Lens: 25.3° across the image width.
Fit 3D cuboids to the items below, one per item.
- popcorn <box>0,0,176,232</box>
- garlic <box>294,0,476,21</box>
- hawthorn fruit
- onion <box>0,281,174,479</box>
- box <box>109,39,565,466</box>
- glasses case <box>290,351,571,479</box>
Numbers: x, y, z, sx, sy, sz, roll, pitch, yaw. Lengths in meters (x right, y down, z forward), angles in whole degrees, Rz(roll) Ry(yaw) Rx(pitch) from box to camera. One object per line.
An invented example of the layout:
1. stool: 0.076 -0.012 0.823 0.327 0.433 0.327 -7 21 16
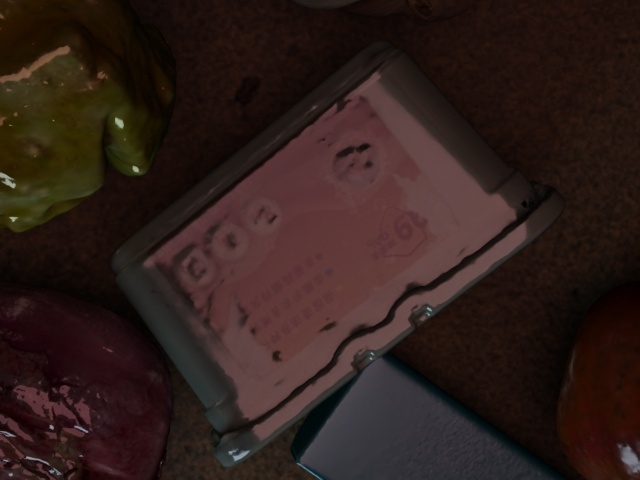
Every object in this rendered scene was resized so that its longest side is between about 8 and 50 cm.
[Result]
1. popcorn: -0.216 -0.139 0.954 0.225 0.276 0.276 -32 105 -41
2. garlic: 0.062 -0.261 1.002 0.245 0.245 0.160 -17 65 -1
3. hawthorn fruit: 0.267 0.100 1.098 0.179 0.179 0.200 -6 85 -3
4. onion: -0.258 0.138 1.069 0.284 0.120 0.227 21 114 6
5. box: 0.000 0.000 1.064 0.312 0.175 0.182 -39 92 4
6. glasses case: 0.129 0.210 1.160 0.301 0.070 0.117 36 90 -8
